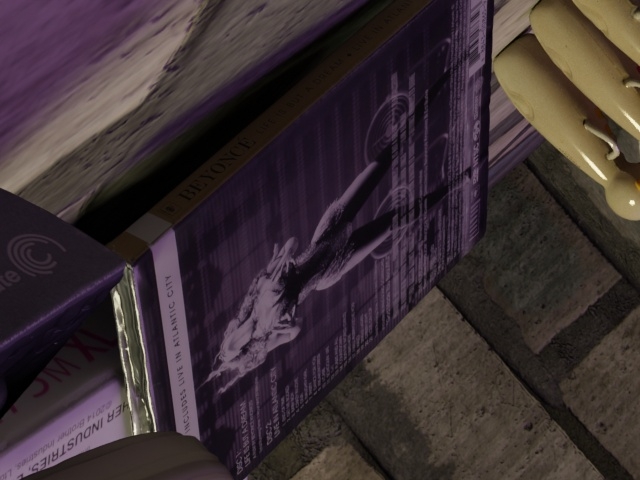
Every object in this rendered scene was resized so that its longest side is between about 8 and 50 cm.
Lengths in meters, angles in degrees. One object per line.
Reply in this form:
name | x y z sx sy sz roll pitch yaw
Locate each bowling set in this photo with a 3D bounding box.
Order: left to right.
bowling set | 0.244 -0.140 1.276 0.200 0.154 0.287 -40 177 -7

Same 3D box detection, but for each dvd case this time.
dvd case | 0.000 0.000 0.785 0.221 0.018 0.164 -44 148 -33

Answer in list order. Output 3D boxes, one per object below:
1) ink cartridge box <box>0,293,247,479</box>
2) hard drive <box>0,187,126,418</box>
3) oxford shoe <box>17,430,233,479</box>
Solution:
ink cartridge box | -0.107 0.164 0.819 0.186 0.065 0.311 -34 138 -49
hard drive | -0.169 0.082 0.432 0.255 0.054 0.172 -36 175 -38
oxford shoe | -0.150 0.180 0.394 0.169 0.130 0.449 -45 174 39
